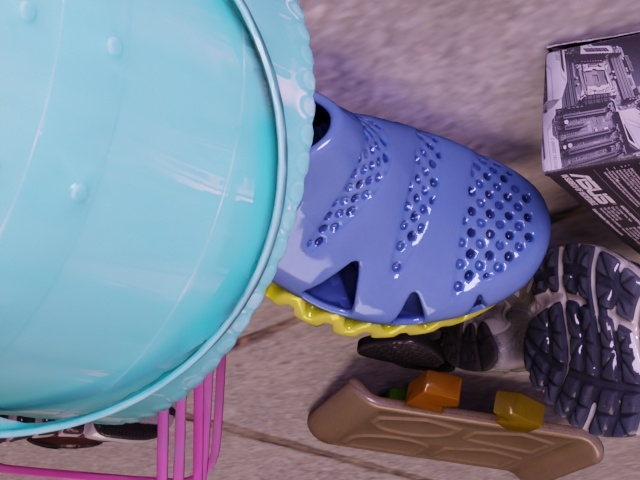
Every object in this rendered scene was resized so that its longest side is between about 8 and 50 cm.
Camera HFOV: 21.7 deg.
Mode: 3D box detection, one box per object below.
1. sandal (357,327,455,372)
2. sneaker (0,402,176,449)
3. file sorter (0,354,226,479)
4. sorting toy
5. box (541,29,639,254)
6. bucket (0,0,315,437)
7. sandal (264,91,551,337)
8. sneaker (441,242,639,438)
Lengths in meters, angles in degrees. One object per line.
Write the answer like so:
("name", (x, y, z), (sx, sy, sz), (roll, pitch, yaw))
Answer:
("sandal", (0.071, 0.076, 1.300), (0.067, 0.040, 0.179), (7, 174, 12))
("sneaker", (-0.279, 0.139, 1.449), (0.281, 0.106, 0.162), (14, 160, -22))
("file sorter", (-0.170, 0.100, 1.067), (0.202, 0.182, 0.290), (4, -175, 4))
("sorting toy", (0.125, 0.156, 1.454), (0.229, 0.041, 0.307), (14, 162, -8))
("box", (0.294, -0.029, 0.915), (0.242, 0.076, 0.307), (-9, 154, 32))
("bucket", (-0.145, -0.049, 0.731), (0.183, 0.281, 0.281), (15, 157, -38))
("sandal", (-0.012, -0.033, 0.931), (0.317, 0.126, 0.138), (11, 154, -16))
("sneaker", (0.186, 0.050, 1.056), (0.122, 0.110, 0.283), (1, -171, -21))
